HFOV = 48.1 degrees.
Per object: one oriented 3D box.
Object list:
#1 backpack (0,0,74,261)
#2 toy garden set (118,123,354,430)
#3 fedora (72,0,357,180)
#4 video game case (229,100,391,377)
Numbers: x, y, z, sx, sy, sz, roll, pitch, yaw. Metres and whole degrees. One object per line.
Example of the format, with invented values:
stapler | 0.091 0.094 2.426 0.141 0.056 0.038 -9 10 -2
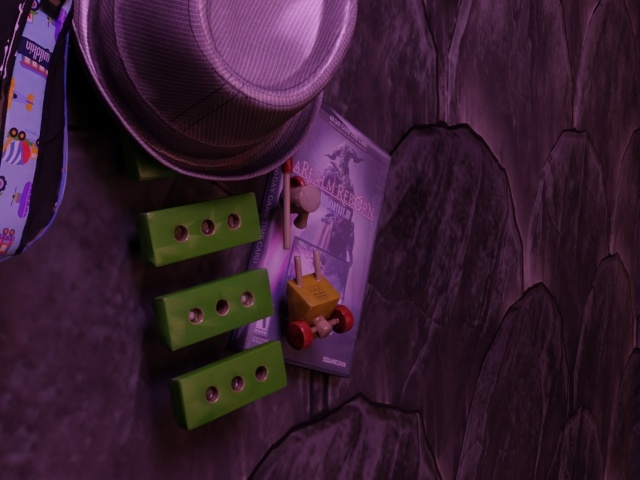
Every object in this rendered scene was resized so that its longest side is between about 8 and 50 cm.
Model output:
backpack | -0.217 -0.073 0.382 0.158 0.117 0.173 -3 95 -55
toy garden set | -0.069 0.013 0.637 0.204 0.049 0.244 -16 101 -43
fedora | -0.056 -0.184 0.548 0.244 0.124 0.275 42 56 -28
video game case | 0.000 0.000 0.778 0.196 0.026 0.274 28 71 -53
